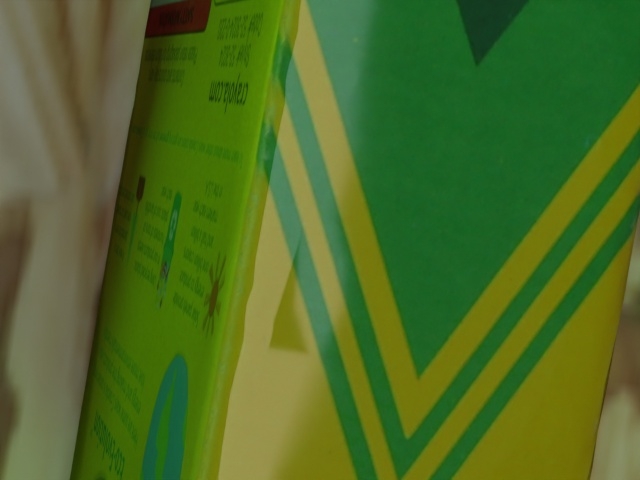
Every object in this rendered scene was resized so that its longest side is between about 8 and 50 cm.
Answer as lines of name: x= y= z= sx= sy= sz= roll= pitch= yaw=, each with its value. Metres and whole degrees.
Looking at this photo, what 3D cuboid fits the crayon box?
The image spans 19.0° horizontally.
crayon box: x=0.000 y=0.000 z=0.447 sx=0.081 sy=0.202 sz=0.318 roll=10 pitch=94 yaw=-13
